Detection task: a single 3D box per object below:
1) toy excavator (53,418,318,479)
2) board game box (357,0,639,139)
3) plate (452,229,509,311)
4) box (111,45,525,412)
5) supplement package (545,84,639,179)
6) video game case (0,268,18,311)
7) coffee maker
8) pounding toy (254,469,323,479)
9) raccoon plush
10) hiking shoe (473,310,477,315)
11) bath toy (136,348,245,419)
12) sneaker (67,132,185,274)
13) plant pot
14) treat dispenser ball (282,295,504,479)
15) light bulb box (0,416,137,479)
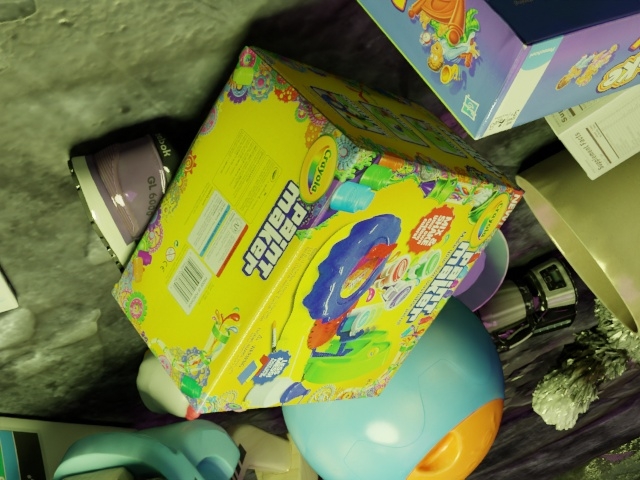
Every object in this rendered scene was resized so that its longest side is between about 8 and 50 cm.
[{"bbox_3d":[-0.166,0.359,1.295,0.222,0.445,0.433,-16,122,28],"label":"toy excavator"},{"bbox_3d":[0.181,-0.220,0.639,0.347,0.233,0.078,-20,152,-29],"label":"board game box"},{"bbox_3d":[0.170,0.034,1.261,0.188,0.024,0.188,-5,122,-8],"label":"plate"},{"bbox_3d":[0.000,0.000,0.903,0.279,0.177,0.290,6,123,-49],"label":"box"},{"bbox_3d":[0.340,-0.200,0.941,0.244,0.134,0.139,-33,148,18],"label":"supplement package"},{"bbox_3d":[-0.420,0.055,0.962,0.157,0.019,0.143,-17,150,-10],"label":"video game case"},{"bbox_3d":[0.307,0.108,1.456,0.178,0.120,0.171,-16,173,-9],"label":"coffee maker"},{"bbox_3d":[-0.080,0.455,1.770,0.141,0.100,0.130,-19,164,0],"label":"pounding toy"},{"bbox_3d":[0.490,0.083,1.311,0.446,0.216,0.299,-52,148,-12],"label":"raccoon plush"},{"bbox_3d":[0.124,0.165,1.429,0.132,0.113,0.304,3,132,-24],"label":"hiking shoe"},{"bbox_3d":[-0.086,0.189,1.292,0.348,0.129,0.151,-1,110,-34],"label":"bath toy"},{"bbox_3d":[-0.159,-0.004,0.961,0.124,0.107,0.283,-24,150,-8],"label":"sneaker"},{"bbox_3d":[0.436,-0.062,1.149,0.274,0.256,0.256,-37,148,5],"label":"plant pot"},{"bbox_3d":[0.092,0.190,1.165,0.288,0.288,0.288,-17,149,-10],"label":"treat dispenser ball"},{"bbox_3d":[-0.492,0.440,1.325,0.358,0.225,0.361,-37,147,24],"label":"light bulb box"}]
